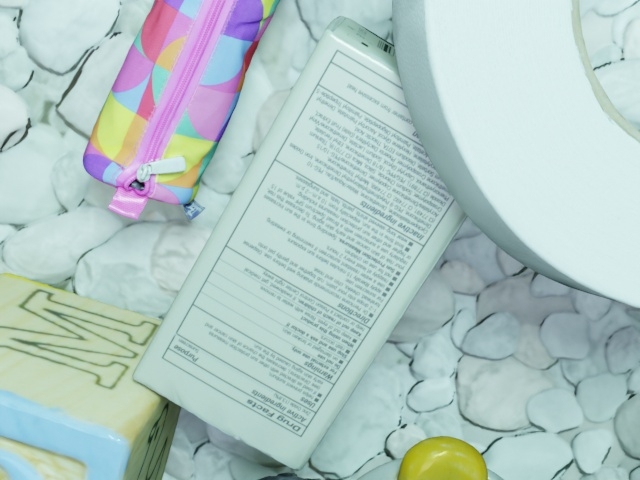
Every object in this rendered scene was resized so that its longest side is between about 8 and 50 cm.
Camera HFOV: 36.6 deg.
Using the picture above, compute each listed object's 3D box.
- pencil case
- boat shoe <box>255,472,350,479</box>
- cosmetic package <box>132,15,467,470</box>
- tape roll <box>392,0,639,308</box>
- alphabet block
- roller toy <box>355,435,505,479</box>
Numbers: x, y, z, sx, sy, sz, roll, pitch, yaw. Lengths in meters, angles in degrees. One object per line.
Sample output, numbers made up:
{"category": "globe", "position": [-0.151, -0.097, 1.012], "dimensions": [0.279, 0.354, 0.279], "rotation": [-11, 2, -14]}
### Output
{"category": "pencil case", "position": [-0.095, -0.134, 0.715], "dimensions": [0.104, 0.104, 0.236], "rotation": [26, 108, -1]}
{"category": "boat shoe", "position": [-0.057, 0.238, 0.771], "dimensions": [0.092, 0.103, 0.285], "rotation": [30, 144, -21]}
{"category": "cosmetic package", "position": [0.000, 0.000, 0.727], "dimensions": [0.153, 0.129, 0.296], "rotation": [31, 108, -4]}
{"category": "tape roll", "position": [0.238, -0.146, 0.608], "dimensions": [0.392, 0.072, 0.392], "rotation": [-2, 97, -13]}
{"category": "alphabet block", "position": [-0.229, 0.162, 0.771], "dimensions": [0.193, 0.197, 0.192], "rotation": [19, 109, 2]}
{"category": "roller toy", "position": [0.091, 0.280, 0.789], "dimensions": [0.191, 0.146, 0.209], "rotation": [-35, 108, 9]}
